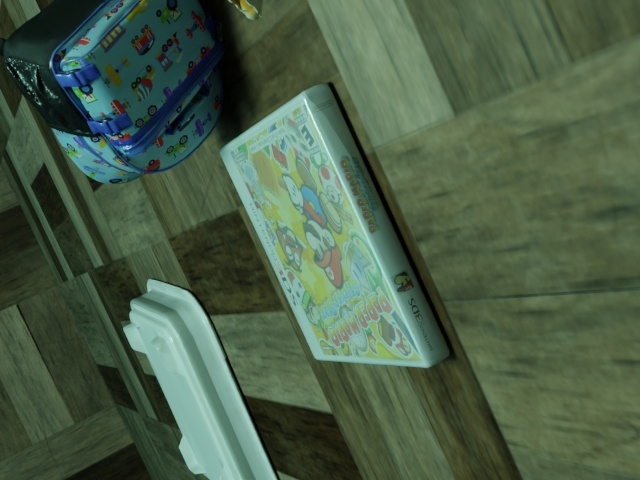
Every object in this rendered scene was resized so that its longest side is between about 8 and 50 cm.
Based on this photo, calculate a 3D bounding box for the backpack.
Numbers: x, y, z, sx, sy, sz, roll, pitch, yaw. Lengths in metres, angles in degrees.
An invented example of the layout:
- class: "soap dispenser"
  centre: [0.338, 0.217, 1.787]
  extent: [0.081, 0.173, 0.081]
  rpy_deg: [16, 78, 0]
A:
- class: "backpack"
  centre: [-0.148, -0.126, 0.817]
  extent: [0.117, 0.158, 0.173]
  rpy_deg: [17, 146, 39]

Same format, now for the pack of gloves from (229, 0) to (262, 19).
- class: "pack of gloves"
  centre: [-0.064, -0.239, 0.427]
  extent: [0.046, 0.232, 0.195]
  rpy_deg: [-24, 134, 33]

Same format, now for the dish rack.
- class: "dish rack"
  centre: [-0.174, 0.223, 1.404]
  extent: [0.285, 0.072, 0.333]
  rpy_deg: [6, 121, 65]

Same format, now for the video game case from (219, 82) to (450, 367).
- class: "video game case"
  centre: [0.000, 0.000, 0.781]
  extent: [0.206, 0.026, 0.227]
  rpy_deg: [65, 159, -4]
